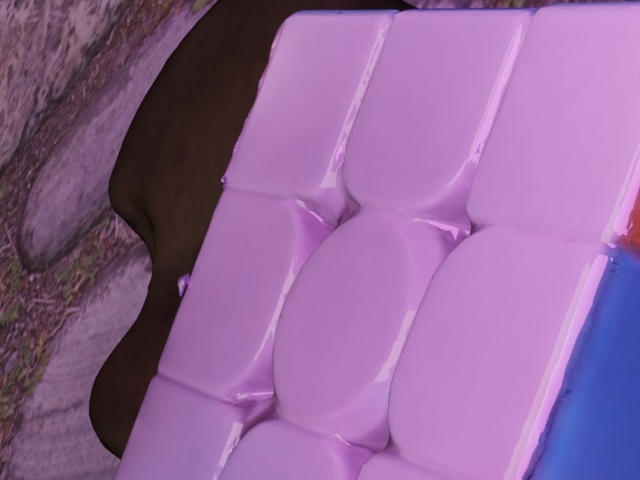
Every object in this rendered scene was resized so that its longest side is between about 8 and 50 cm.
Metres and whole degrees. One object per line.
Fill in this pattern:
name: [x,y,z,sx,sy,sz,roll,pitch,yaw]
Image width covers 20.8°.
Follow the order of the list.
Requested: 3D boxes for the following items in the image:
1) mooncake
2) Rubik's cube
mooncake: [0.000,0.000,1.105,0.351,0.187,0.351,-39,39,41]
Rubik's cube: [0.118,0.078,0.781,0.290,0.291,0.291,12,80,58]
